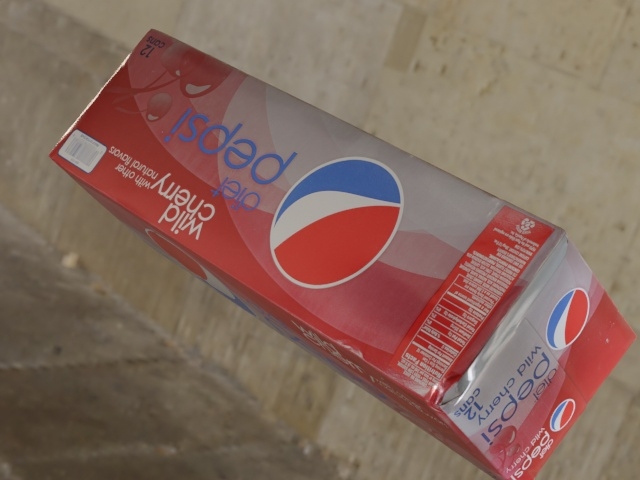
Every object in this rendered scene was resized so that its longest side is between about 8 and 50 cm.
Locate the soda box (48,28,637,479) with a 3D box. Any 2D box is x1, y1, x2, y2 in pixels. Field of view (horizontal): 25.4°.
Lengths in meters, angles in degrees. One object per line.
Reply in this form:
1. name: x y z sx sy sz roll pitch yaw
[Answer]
1. soda box: 0.000 0.000 0.615 0.263 0.083 0.092 31 -11 41
